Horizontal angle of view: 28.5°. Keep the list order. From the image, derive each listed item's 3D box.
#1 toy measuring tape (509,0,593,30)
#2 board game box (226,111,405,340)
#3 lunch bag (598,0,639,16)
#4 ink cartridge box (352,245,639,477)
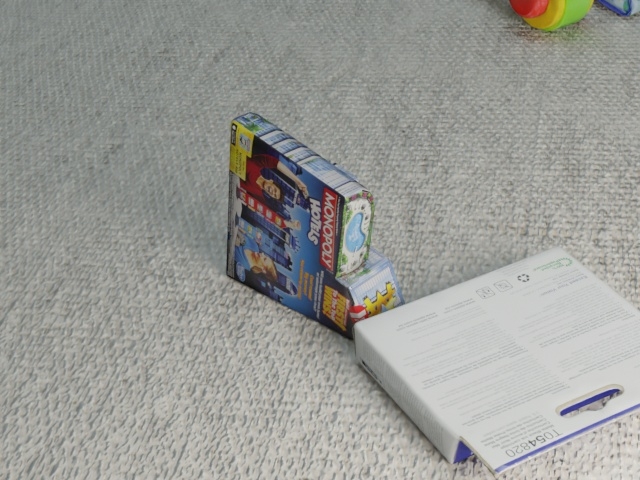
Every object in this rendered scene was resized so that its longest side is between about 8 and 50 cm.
[{"bbox_3d":[0.282,-0.342,1.738,0.121,0.121,0.330,-21,12,-23],"label":"toy measuring tape"},{"bbox_3d":[0.000,0.000,1.156,0.194,0.194,0.060,35,50,28],"label":"board game box"},{"bbox_3d":[0.431,-0.386,1.755,0.129,0.096,0.151,-21,44,-22],"label":"lunch bag"},{"bbox_3d":[0.175,0.104,1.053,0.223,0.045,0.224,-19,35,-19],"label":"ink cartridge box"}]
